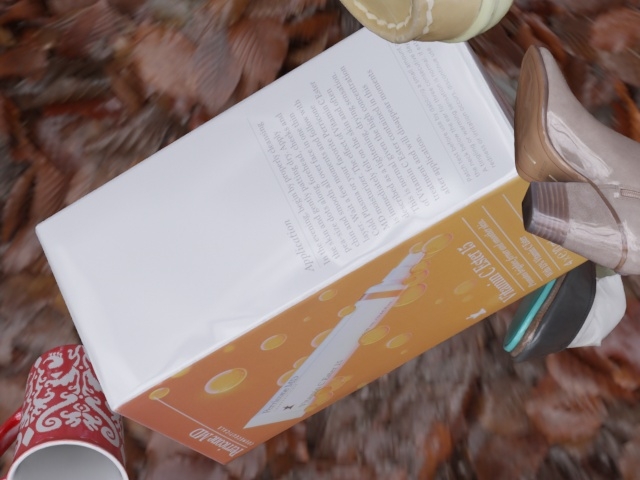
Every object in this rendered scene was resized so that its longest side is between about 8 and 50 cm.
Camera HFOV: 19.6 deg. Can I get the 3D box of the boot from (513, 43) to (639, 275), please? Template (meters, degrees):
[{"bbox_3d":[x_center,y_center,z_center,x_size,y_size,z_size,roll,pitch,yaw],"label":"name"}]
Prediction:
[{"bbox_3d":[0.137,-0.036,0.869,0.087,0.042,0.118,8,60,-9],"label":"boot"}]

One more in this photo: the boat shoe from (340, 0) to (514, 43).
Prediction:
[{"bbox_3d":[-0.023,-0.091,0.298,0.048,0.056,0.153,-38,108,-19],"label":"boat shoe"}]

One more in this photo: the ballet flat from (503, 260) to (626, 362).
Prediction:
[{"bbox_3d":[0.240,0.037,1.740,0.096,0.280,0.095,30,123,-5],"label":"ballet flat"}]

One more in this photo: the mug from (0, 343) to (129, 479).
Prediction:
[{"bbox_3d":[-0.255,0.181,1.766,0.150,0.169,0.113,5,122,-8],"label":"mug"}]

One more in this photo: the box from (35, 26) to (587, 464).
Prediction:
[{"bbox_3d":[0.000,0.000,1.404,0.345,0.215,0.168,-30,65,9],"label":"box"}]
